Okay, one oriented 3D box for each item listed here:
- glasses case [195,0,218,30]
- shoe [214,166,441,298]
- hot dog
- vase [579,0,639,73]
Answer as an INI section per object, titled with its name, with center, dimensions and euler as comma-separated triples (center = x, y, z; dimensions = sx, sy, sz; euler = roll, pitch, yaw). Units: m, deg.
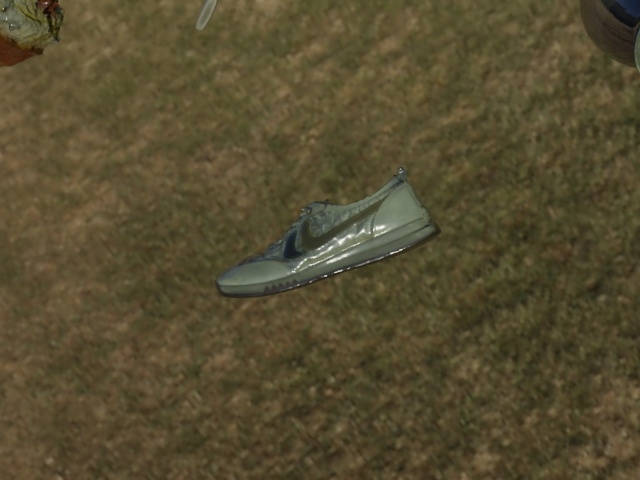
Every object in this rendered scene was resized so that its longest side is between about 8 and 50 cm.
[glasses case]
center = -0.189, -0.389, 2.158
dimensions = 0.083, 0.021, 0.032
euler = -57, 15, 37
[shoe]
center = 0.000, 0.000, 1.511
dimensions = 0.275, 0.098, 0.103
euler = -20, -6, 6
[hot dog]
center = -0.404, -0.249, 1.497
dimensions = 0.213, 0.103, 0.146
euler = -17, -7, 7
[vase]
center = 0.426, -0.275, 1.594
dimensions = 0.173, 0.173, 0.321
euler = -25, 16, 12
